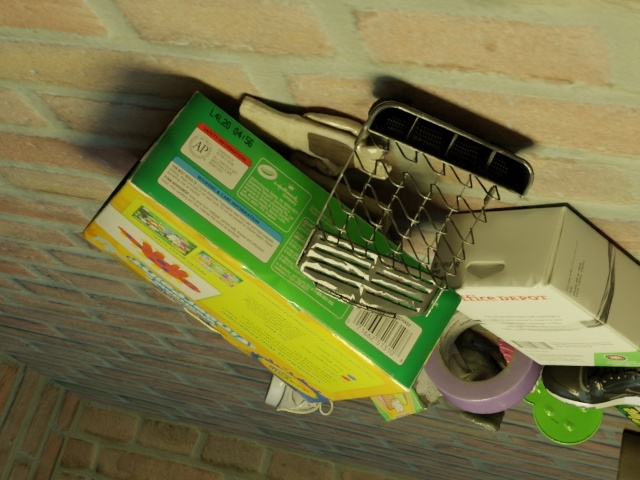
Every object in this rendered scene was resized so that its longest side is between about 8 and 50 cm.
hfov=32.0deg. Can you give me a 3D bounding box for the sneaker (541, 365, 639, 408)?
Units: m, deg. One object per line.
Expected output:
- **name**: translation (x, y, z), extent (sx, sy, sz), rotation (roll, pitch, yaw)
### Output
- **sneaker**: translation (0.511, 0.215, 1.860), extent (0.283, 0.107, 0.124), rotation (4, 147, 18)

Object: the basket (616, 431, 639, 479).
- **basket**: translation (0.745, 0.501, 2.360), extent (0.226, 0.154, 0.204), rotation (7, 157, 17)

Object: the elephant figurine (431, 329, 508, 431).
- **elephant figurine**: translation (0.312, 0.265, 2.073), extent (0.239, 0.186, 0.169), rotation (25, 139, -32)

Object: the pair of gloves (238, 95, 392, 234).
- **pair of gloves**: translation (0.001, -0.101, 1.461), extent (0.204, 0.042, 0.240), rotation (18, 156, 15)

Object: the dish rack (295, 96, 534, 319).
- **dish rack**: translation (0.100, -0.024, 1.325), extent (0.208, 0.271, 0.074), rotation (22, -157, -13)

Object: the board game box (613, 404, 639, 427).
- **board game box**: translation (0.646, 0.330, 2.142), extent (0.136, 0.030, 0.259), rotation (3, 157, 41)

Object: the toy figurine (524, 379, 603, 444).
- **toy figurine**: translation (0.463, 0.324, 2.186), extent (0.173, 0.130, 0.159), rotation (36, 176, 15)

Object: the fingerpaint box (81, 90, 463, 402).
- **fingerpaint box**: translation (-0.082, 0.031, 1.557), extent (0.445, 0.163, 0.371), rotation (37, 159, -10)

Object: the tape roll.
- **tape roll**: translation (0.259, 0.178, 1.798), extent (0.189, 0.189, 0.080), rotation (9, 160, 23)

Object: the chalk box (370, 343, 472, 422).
- **chalk box**: translation (0.133, 0.183, 1.923), extent (0.213, 0.132, 0.132), rotation (60, 145, 1)

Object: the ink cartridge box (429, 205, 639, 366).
- **ink cartridge box**: translation (0.320, 0.070, 1.545), extent (0.211, 0.122, 0.289), rotation (-4, 152, 46)

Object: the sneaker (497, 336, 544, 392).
- **sneaker**: translation (0.360, 0.185, 1.941), extent (0.063, 0.075, 0.170), rotation (23, 147, 44)

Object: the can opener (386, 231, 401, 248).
- **can opener**: translation (0.000, 0.000, 1.736), extent (0.280, 0.074, 0.093), rotation (2, 122, 33)

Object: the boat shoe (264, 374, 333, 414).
- **boat shoe**: translation (-0.041, 0.360, 2.651), extent (0.156, 0.136, 0.367), rotation (16, 164, 5)
